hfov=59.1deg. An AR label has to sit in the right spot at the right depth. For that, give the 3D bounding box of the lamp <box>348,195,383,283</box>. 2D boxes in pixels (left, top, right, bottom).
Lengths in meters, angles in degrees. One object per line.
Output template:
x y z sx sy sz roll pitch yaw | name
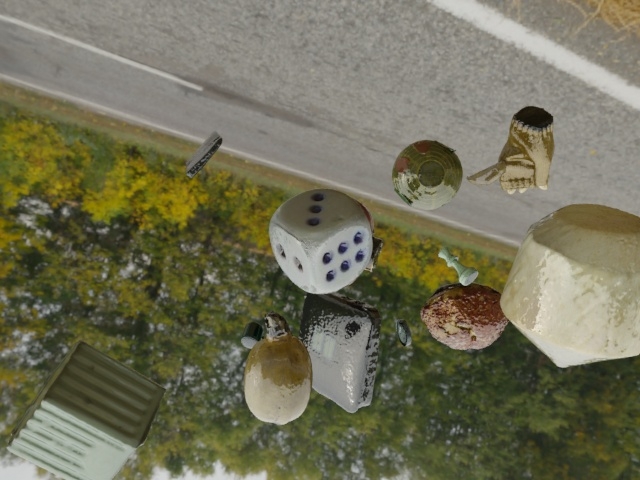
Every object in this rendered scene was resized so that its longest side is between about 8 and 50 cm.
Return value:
0.073 0.014 1.781 0.239 0.306 0.305 20 178 14 | lamp

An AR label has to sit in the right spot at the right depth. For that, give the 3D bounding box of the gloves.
0.752 -0.311 2.029 0.203 0.155 0.357 32 142 33 | gloves

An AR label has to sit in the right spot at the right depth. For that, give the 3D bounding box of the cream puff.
0.393 0.212 1.539 0.239 0.164 0.240 12 151 6 | cream puff

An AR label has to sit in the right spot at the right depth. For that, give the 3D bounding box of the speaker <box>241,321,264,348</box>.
-0.206 0.311 1.791 0.060 0.075 0.094 -29 118 29 | speaker

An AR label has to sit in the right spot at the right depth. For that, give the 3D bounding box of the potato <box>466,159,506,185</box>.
0.362 -0.135 1.223 0.093 0.036 0.037 -25 107 40 | potato

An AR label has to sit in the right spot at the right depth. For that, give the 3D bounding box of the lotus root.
-0.111 0.334 1.487 0.182 0.310 0.183 2 -168 -1 | lotus root

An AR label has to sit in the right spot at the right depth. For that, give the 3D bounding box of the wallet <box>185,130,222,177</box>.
-0.294 -0.220 1.429 0.025 0.124 0.244 41 -179 -19 | wallet

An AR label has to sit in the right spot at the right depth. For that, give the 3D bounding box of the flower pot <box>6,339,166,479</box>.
-0.429 0.320 1.046 0.189 0.239 0.209 35 -169 -17 | flower pot

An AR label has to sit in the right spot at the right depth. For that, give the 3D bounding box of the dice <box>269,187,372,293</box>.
0.000 0.000 1.369 0.193 0.194 0.191 -28 -137 -25 | dice

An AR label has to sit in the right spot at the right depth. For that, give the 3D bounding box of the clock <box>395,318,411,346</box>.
0.254 0.281 1.725 0.017 0.085 0.085 -10 -178 -13 | clock

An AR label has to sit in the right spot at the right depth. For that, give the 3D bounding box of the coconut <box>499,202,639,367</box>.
0.492 0.102 1.067 0.328 0.329 0.329 14 176 1 | coconut

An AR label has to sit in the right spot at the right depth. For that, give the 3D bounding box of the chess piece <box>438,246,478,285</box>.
0.278 0.048 1.161 0.042 0.042 0.093 19 -156 -52 | chess piece

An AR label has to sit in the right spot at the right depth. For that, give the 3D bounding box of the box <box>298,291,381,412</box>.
0.057 0.362 1.928 0.090 0.360 0.350 -1 -168 -41 | box

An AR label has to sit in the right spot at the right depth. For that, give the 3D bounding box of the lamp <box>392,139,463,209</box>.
0.378 -0.234 2.004 0.250 0.251 0.284 13 -174 5 | lamp
